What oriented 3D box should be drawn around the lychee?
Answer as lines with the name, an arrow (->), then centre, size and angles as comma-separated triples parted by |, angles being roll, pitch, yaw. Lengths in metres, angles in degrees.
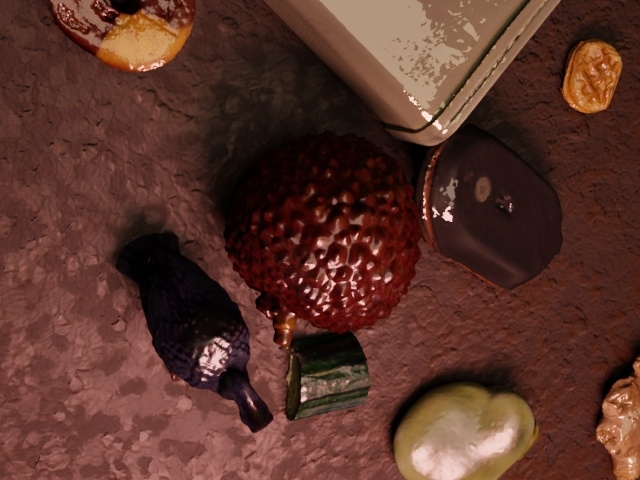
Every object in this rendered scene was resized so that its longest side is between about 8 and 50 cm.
lychee -> 0.000, 0.000, 1.443 | 0.264, 0.264, 0.300 | 27, 78, -22

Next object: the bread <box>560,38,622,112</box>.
bread -> 0.402, -0.246, 1.661 | 0.083, 0.044, 0.111 | 15, 93, -18

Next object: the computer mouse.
computer mouse -> 0.229, -0.049, 1.584 | 0.323, 0.116, 0.183 | 31, 78, -44

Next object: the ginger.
ginger -> 0.499, 0.280, 1.781 | 0.137, 0.074, 0.213 | 26, 97, -22

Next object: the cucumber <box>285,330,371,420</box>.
cucumber -> 0.008, 0.198, 1.593 | 0.115, 0.062, 0.117 | -9, 104, -22

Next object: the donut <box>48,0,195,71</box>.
donut -> -0.251, -0.302, 1.398 | 0.184, 0.073, 0.166 | 20, 93, -21

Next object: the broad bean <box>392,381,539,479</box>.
broad bean -> 0.218, 0.296, 1.673 | 0.227, 0.100, 0.169 | -1, 92, -7

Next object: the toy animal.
toy animal -> -0.159, 0.120, 1.453 | 0.122, 0.185, 0.298 | -27, 89, -9

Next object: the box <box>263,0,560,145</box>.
box -> 0.117, -0.367, 1.470 | 0.344, 0.177, 0.352 | 41, 86, -18
